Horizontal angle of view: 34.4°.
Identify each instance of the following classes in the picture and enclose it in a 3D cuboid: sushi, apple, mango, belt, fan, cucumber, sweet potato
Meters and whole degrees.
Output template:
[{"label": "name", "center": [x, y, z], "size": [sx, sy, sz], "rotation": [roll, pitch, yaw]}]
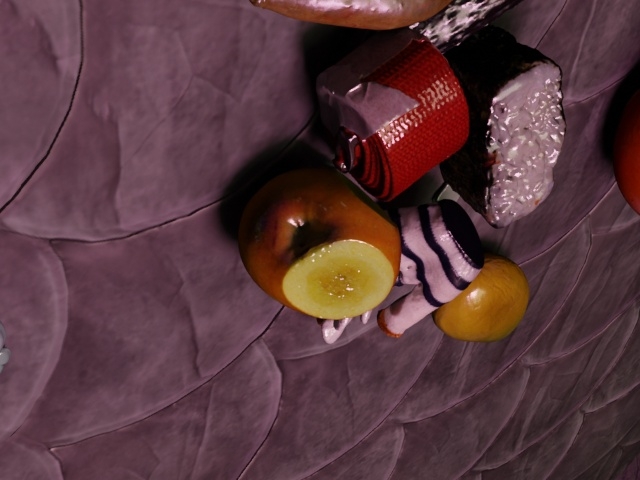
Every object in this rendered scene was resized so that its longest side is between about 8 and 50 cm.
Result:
[{"label": "sushi", "center": [0.195, -0.131, 1.163], "size": [0.124, 0.127, 0.225], "rotation": [-31, 137, -18]}, {"label": "apple", "center": [-0.005, 0.004, 1.063], "size": [0.146, 0.163, 0.147], "rotation": [-43, 152, 5]}, {"label": "mango", "center": [0.238, 0.083, 1.483], "size": [0.137, 0.091, 0.237], "rotation": [-49, 152, 17]}, {"label": "belt", "center": [0.063, -0.117, 1.022], "size": [0.124, 0.128, 0.201], "rotation": [-37, 166, -9]}, {"label": "fan", "center": [0.201, -0.118, 1.285], "size": [0.038, 0.016, 0.193], "rotation": [8, 122, -48]}, {"label": "cucumber", "center": [0.172, -0.251, 1.063], "size": [0.211, 0.062, 0.078], "rotation": [-40, 147, -6]}, {"label": "sweet potato", "center": [0.094, -0.264, 0.955], "size": [0.346, 0.079, 0.108], "rotation": [-36, 134, -17]}]

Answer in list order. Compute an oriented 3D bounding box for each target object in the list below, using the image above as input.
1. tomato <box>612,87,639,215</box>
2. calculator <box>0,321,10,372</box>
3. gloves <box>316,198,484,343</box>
[{"label": "tomato", "center": [0.576, -0.126, 1.408], "size": [0.321, 0.321, 0.321], "rotation": [-28, 144, -23]}, {"label": "calculator", "center": [-0.341, 0.099, 0.941], "size": [0.095, 0.021, 0.153], "rotation": [-46, 144, 4]}, {"label": "gloves", "center": [0.083, 0.039, 1.258], "size": [0.219, 0.131, 0.140], "rotation": [-24, 158, 27]}]
